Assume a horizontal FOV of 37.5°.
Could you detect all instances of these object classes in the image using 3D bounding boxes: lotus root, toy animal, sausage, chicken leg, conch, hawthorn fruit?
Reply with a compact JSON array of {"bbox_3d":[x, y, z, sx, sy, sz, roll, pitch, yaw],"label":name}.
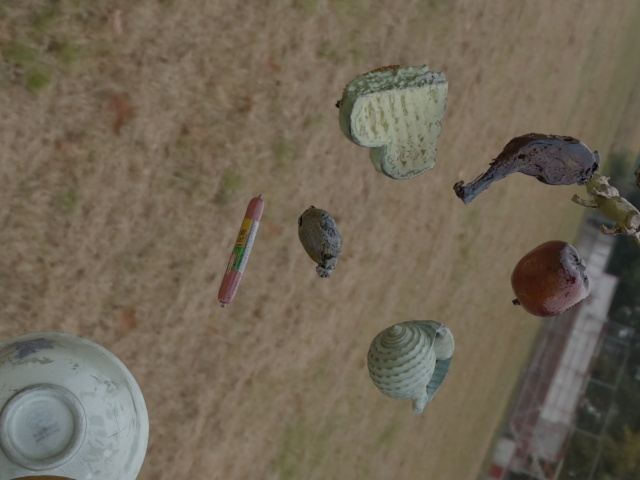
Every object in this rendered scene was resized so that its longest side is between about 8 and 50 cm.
[{"bbox_3d":[0.003,-0.001,1.948,0.088,0.088,0.165,86,-11,-56],"label":"lotus root"},{"bbox_3d":[0.572,-0.062,1.838,0.099,0.241,0.056,-2,128,-28],"label":"toy animal"},{"bbox_3d":[-0.133,0.015,1.594,0.029,0.029,0.223,81,22,-60],"label":"sausage"},{"bbox_3d":[0.347,-0.126,1.589,0.051,0.253,0.106,-104,-176,-72],"label":"chicken leg"},{"bbox_3d":[0.127,0.165,1.335,0.135,0.102,0.153,-39,152,-18],"label":"conch"},{"bbox_3d":[0.498,0.094,2.089,0.188,0.169,0.169,-30,-175,28],"label":"hawthorn fruit"}]

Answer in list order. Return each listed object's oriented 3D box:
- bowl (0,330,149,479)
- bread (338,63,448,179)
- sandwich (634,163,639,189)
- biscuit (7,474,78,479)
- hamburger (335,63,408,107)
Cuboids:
[{"bbox_3d":[-0.405,0.274,1.372,0.313,0.313,0.146,-64,-175,-20],"label":"bowl"},{"bbox_3d":[0.113,-0.189,1.377,0.172,0.064,0.232,-50,141,4],"label":"bread"},{"bbox_3d":[0.476,-0.064,1.136,0.235,0.128,0.122,-74,-179,-68],"label":"sandwich"},{"bbox_3d":[-0.224,0.326,0.805,0.262,0.037,0.262,36,40,-38],"label":"biscuit"},{"bbox_3d":[0.119,-0.264,1.742,0.137,0.166,0.087,28,57,-47],"label":"hamburger"}]
